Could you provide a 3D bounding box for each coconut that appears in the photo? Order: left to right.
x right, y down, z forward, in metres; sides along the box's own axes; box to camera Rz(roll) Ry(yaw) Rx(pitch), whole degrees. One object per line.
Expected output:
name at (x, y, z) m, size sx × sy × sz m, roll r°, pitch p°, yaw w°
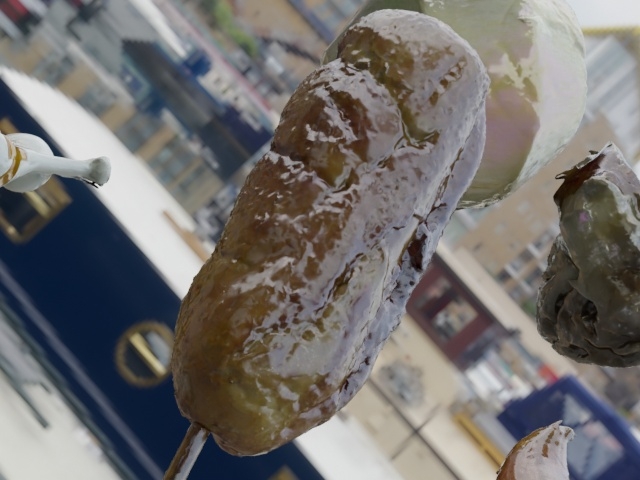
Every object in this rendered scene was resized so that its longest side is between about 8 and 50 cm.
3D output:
coconut at (0.120, -0.157, 1.365) m, size 0.259 × 0.259 × 0.259 m, roll 47°, pitch 3°, yaw -4°

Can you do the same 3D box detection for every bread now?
bread at (0.000, 0.002, 0.814) m, size 0.124 × 0.344 × 0.084 m, roll 26°, pitch -26°, yaw 8°

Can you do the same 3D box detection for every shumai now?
shumai at (0.258, 0.011, 1.262) m, size 0.175 × 0.166 × 0.206 m, roll 54°, pitch -23°, yaw -20°

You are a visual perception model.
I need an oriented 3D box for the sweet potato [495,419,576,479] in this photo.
sweet potato at (0.113, 0.146, 0.476) m, size 0.202 × 0.055 × 0.058 m, roll 57°, pitch -13°, yaw 40°

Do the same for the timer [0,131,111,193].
timer at (-0.315, -0.080, 1.237) m, size 0.175 × 0.175 × 0.266 m, roll 49°, pitch 18°, yaw 20°
